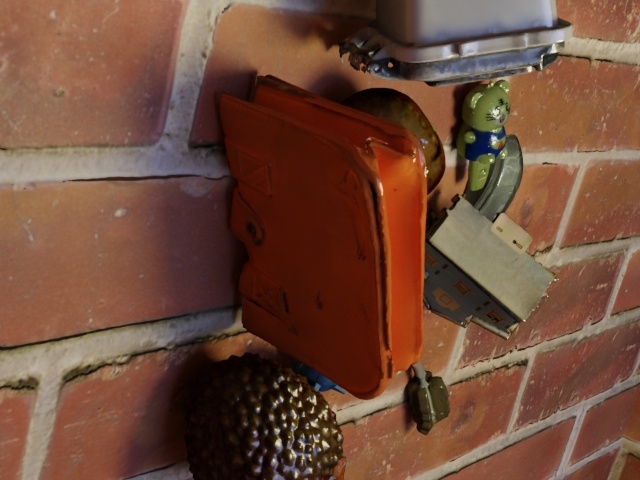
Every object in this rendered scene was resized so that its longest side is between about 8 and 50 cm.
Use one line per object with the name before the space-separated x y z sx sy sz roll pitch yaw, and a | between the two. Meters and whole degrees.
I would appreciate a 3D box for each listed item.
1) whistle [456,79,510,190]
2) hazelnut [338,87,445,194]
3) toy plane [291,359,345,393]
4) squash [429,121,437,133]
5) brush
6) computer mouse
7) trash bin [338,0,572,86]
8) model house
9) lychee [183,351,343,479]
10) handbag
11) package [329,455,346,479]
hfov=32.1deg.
whistle | 0.296 -0.191 2.022 0.105 0.085 0.227 -24 131 -34
hazelnut | 0.085 -0.135 1.686 0.208 0.208 0.208 -34 136 -40
toy plane | -0.004 0.214 1.821 0.271 0.105 0.254 72 42 -71
squash | 0.134 -0.103 1.888 0.219 0.041 0.219 -34 137 -39
brush | 0.203 0.273 2.223 0.084 0.071 0.301 -42 136 -27
computer mouse | 0.339 -0.096 2.160 0.126 0.071 0.231 4 109 -56
trash bin | 0.170 -0.411 1.526 0.296 0.256 0.367 -9 113 -7
model house | 0.283 0.056 2.085 0.178 0.271 0.206 -52 -179 -26
lychee | -0.090 0.292 1.661 0.236 0.236 0.271 -40 126 -34
handbag | 0.000 0.000 1.524 0.116 0.304 0.410 -34 135 -37
package | 0.017 0.454 2.102 0.111 0.033 0.077 -8 94 -68
